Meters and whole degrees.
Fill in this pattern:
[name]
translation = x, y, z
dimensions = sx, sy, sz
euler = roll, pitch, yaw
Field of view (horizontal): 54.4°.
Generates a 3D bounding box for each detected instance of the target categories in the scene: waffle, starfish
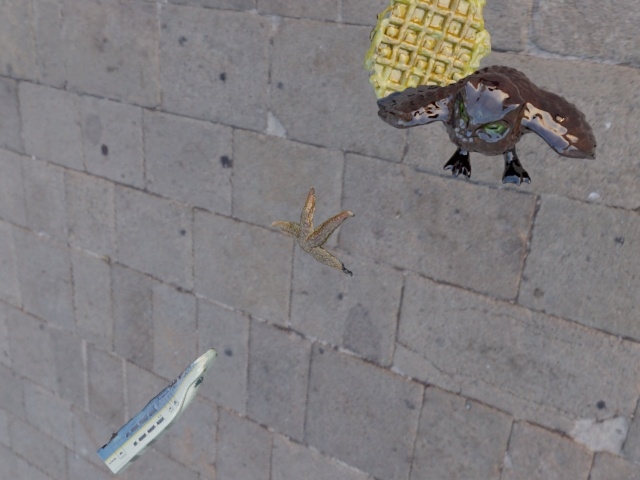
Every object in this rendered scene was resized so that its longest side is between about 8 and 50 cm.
[waffle]
translation = 0.209, -0.399, 1.233
dimensions = 0.280, 0.060, 0.262
euler = -27, 114, -1
[starfish]
translation = -0.002, 0.001, 0.843
dimensions = 0.130, 0.041, 0.133
euler = 55, 136, 2

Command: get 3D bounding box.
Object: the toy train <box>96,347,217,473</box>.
[toy train]
translation = -0.244, 0.267, 0.991
dimensions = 0.051, 0.234, 0.052
euler = 45, 164, 12

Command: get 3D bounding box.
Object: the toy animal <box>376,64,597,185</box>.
[toy animal]
translation = 0.154, -0.127, 0.574
dimensions = 0.218, 0.179, 0.116
euler = 15, 82, 12
